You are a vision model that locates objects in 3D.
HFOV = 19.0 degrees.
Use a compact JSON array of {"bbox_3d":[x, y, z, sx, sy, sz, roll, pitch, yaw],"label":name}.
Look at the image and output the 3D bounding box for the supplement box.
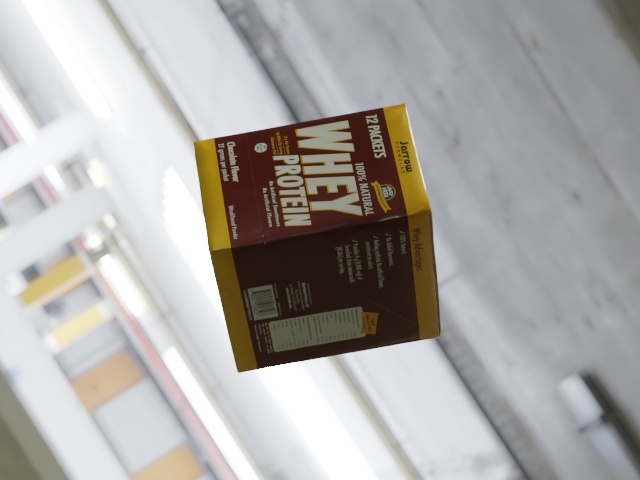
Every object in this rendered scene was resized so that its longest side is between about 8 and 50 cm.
[{"bbox_3d":[0.000,0.000,1.730,0.191,0.194,0.129,81,-1,-52],"label":"supplement box"}]
